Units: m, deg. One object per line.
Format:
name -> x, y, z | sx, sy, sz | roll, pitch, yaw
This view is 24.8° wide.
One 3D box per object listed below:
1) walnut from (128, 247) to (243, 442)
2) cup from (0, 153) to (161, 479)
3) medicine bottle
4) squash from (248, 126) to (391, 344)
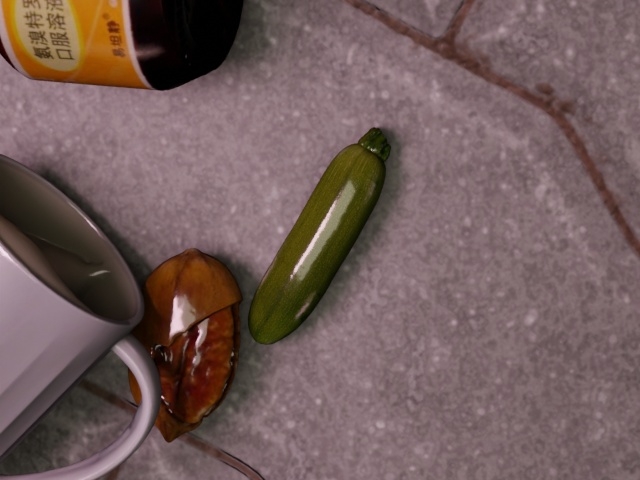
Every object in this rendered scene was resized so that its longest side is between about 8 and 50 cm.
walnut -> -0.140, 0.110, 1.496 | 0.116, 0.116, 0.207 | 12, 98, 0
cup -> -0.335, 0.132, 1.424 | 0.323, 0.237, 0.327 | 44, 102, -6
medicine bottle -> -0.289, -0.266, 1.390 | 0.395, 0.242, 0.242 | 2, 99, 14
squash -> 0.000, 0.000, 1.494 | 0.069, 0.069, 0.258 | 29, 99, -3
